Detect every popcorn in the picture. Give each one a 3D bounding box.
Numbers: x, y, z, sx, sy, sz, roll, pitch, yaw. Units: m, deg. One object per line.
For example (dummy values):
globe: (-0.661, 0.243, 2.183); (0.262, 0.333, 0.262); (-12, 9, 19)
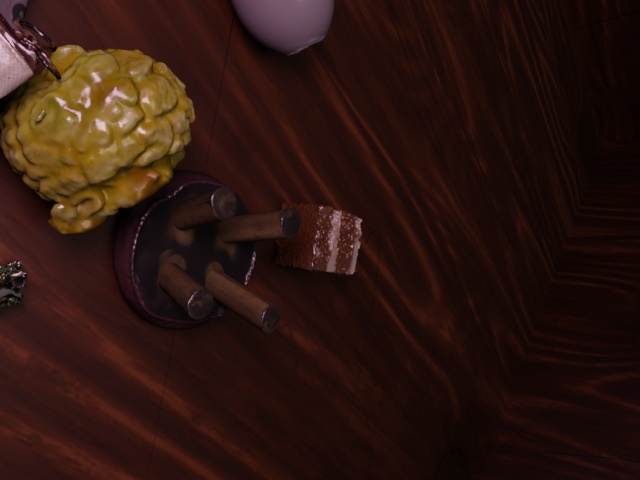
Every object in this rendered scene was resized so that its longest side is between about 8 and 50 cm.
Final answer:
popcorn: (-0.293, -0.131, 0.788); (0.237, 0.206, 0.251); (-9, 114, -63)

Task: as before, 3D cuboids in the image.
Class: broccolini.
broccolini: (-0.486, 0.026, 0.714); (0.057, 0.071, 0.254); (-45, 133, 19)

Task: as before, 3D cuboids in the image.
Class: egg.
egg: (-0.072, -0.440, 1.011); (0.176, 0.176, 0.232); (-49, 126, -33)

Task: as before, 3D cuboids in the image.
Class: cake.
cake: (0.000, 0.000, 1.185); (0.147, 0.134, 0.135); (14, 86, -42)

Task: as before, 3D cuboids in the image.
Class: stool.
stool: (-0.173, 0.025, 0.953); (0.272, 0.178, 0.272); (-11, 104, -48)

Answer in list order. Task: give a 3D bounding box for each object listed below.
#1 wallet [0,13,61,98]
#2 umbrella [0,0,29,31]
wallet: (-0.471, -0.233, 0.582); (0.275, 0.068, 0.335); (-43, 110, -15)
umbrella: (-0.392, -0.356, 0.739); (0.073, 0.067, 0.337); (23, 76, -60)
